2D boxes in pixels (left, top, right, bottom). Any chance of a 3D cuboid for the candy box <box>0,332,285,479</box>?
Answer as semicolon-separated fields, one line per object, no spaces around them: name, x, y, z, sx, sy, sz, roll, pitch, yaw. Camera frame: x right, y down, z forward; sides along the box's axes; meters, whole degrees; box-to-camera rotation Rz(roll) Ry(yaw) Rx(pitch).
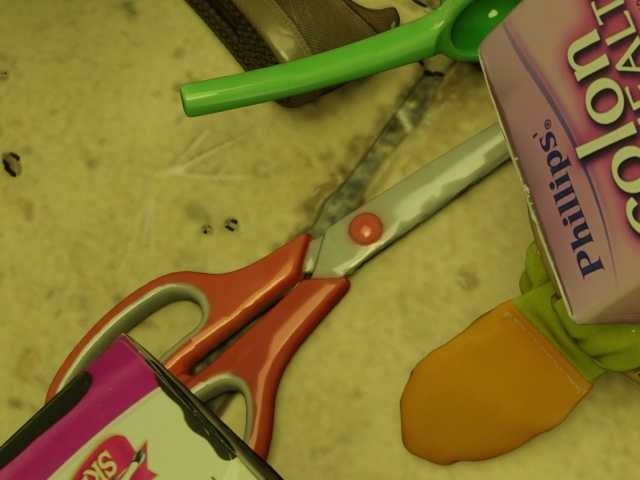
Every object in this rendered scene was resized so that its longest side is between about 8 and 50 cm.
candy box;-0.066;0.141;0.486;0.159;0.233;0.071;-43;66;-6

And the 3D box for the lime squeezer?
lime squeezer;0.078;-0.135;0.645;0.110;0.059;0.310;42;68;3

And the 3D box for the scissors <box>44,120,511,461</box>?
scissors;0.000;0.000;0.645;0.109;0.021;0.297;39;82;25

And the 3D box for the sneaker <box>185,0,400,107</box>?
sneaker;-0.035;-0.146;0.700;0.071;0.066;0.188;-28;69;-18

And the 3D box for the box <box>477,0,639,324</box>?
box;0.216;-0.076;0.466;0.214;0.243;0.117;1;60;-33

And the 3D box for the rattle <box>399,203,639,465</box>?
rattle;0.117;-0.009;0.620;0.130;0.142;0.199;16;52;-15
